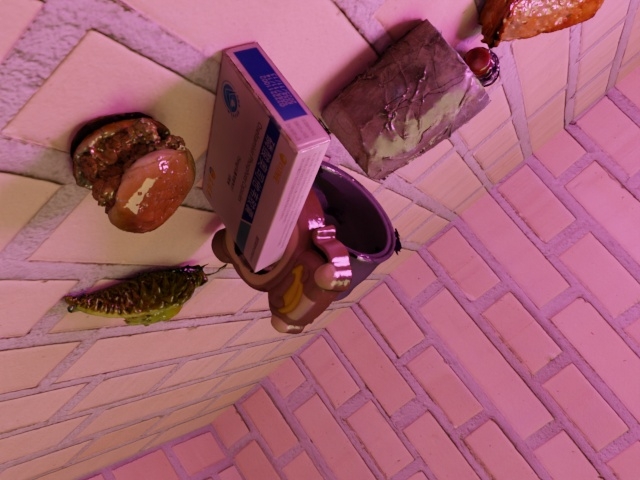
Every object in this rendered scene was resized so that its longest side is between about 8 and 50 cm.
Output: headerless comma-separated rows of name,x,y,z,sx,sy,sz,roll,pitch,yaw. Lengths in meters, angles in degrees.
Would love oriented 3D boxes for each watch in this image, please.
watch,0.000,0.000,1.217,0.327,0.335,0.314,-3,143,-46

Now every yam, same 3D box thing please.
yam,0.150,-0.259,1.091,0.271,0.202,0.201,-40,148,14

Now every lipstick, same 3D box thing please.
lipstick,0.342,-0.372,1.255,0.081,0.081,0.300,-44,175,21

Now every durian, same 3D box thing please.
durian,-0.345,0.117,1.228,0.375,0.106,0.132,-11,155,-47

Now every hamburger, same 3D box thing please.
hamburger,-0.247,-0.098,0.806,0.159,0.131,0.184,-29,158,-36

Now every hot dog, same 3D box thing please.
hot dog,0.445,-0.487,1.192,0.259,0.114,0.175,-19,162,-10

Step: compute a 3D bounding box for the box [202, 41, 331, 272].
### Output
box,-0.102,-0.115,0.933,0.065,0.200,0.343,-25,159,-28
